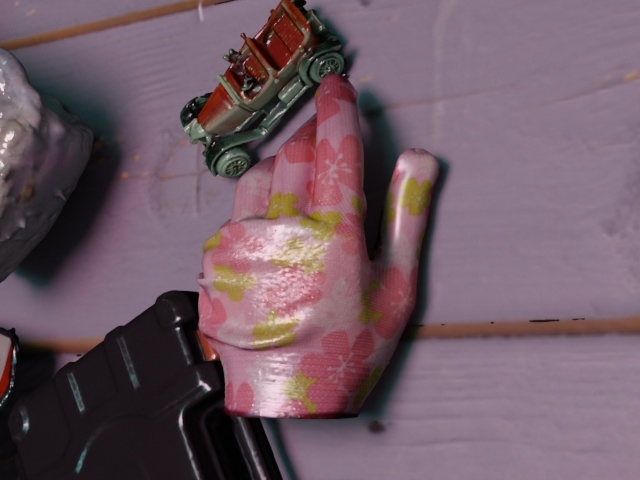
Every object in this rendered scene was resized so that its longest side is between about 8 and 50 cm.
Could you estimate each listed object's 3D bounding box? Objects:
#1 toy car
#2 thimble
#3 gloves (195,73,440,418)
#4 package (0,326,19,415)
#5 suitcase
[{"bbox_3d":[-0.049,-0.117,0.943,0.143,0.054,0.073,-44,58,16],"label":"toy car"},{"bbox_3d":[-0.298,-0.081,1.006,0.250,0.205,0.172,31,90,51],"label":"thimble"},{"bbox_3d":[-0.007,-0.001,0.851,0.145,0.126,0.241,-3,83,35],"label":"gloves"},{"bbox_3d":[-0.324,0.135,1.056,0.232,0.040,0.166,14,86,48],"label":"package"},{"bbox_3d":[-0.112,0.201,0.898,0.206,0.066,0.285,-35,62,21],"label":"suitcase"}]
